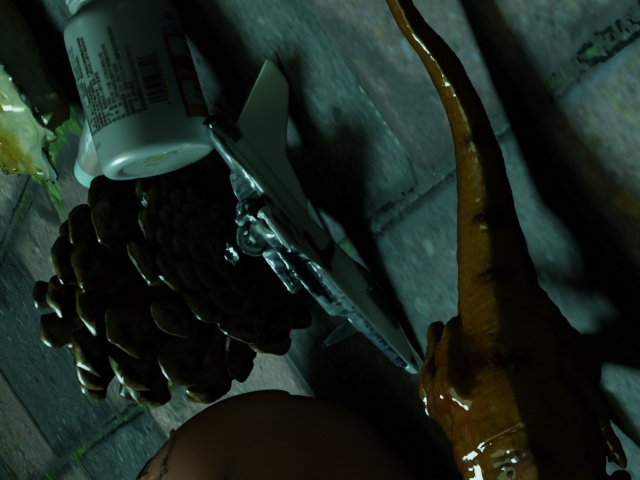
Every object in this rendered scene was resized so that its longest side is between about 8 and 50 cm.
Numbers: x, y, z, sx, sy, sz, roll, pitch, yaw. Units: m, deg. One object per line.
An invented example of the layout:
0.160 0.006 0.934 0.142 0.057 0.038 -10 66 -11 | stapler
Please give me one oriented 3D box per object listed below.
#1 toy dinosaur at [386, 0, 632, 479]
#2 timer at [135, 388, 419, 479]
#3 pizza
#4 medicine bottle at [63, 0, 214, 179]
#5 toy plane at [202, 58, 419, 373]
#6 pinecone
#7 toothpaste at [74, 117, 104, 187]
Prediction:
0.091 0.055 0.790 0.208 0.097 0.432 59 -170 -76 | toy dinosaur
-0.033 0.226 1.124 0.230 0.229 0.215 54 152 7 | timer
-0.374 -0.248 1.384 0.435 0.080 0.392 13 132 57 | pizza
-0.125 -0.117 1.019 0.079 0.079 0.140 142 112 -67 | medicine bottle
-0.017 0.003 0.991 0.160 0.082 0.234 -106 -9 -73 | toy plane
-0.118 0.038 1.130 0.212 0.168 0.186 -44 66 54 | pinecone
-0.166 -0.099 1.219 0.056 0.036 0.205 52 153 8 | toothpaste
